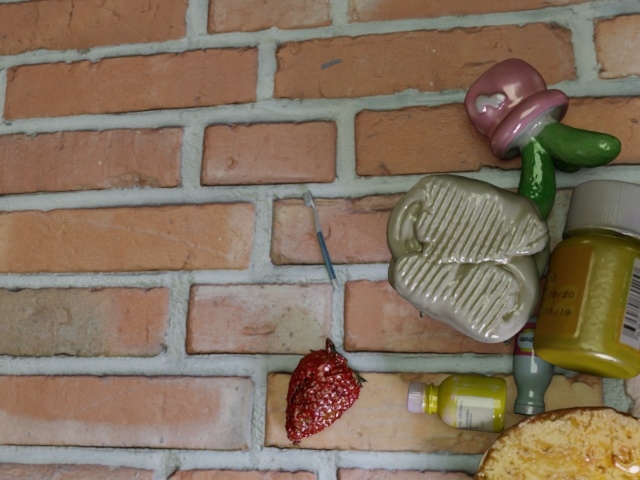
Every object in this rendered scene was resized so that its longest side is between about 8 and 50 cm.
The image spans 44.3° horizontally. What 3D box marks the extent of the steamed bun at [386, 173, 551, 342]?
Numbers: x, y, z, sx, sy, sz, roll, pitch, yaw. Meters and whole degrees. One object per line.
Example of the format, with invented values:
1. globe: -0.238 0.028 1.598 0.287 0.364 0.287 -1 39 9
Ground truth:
1. steamed bun: 0.316 0.030 1.774 0.368 0.255 0.342 28 87 2

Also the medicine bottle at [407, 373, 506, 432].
1. medicine bottle: 0.303 0.359 1.754 0.213 0.122 0.121 3 75 13

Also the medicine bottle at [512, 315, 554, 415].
1. medicine bottle: 0.475 0.282 1.756 0.091 0.090 0.216 5 76 13

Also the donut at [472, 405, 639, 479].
1. donut: 0.516 0.541 1.643 0.378 0.163 0.435 31 85 19

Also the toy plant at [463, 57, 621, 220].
1. toy plant: 0.489 -0.235 1.854 0.317 0.211 0.356 -47 72 32

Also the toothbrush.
1. toothbrush: 0.000 0.000 1.969 0.025 0.019 0.275 -20 72 11

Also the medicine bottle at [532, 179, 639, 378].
1. medicine bottle: 0.594 0.081 1.667 0.224 0.224 0.384 12 75 14

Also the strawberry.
1. strawberry: -0.021 0.352 1.833 0.228 0.098 0.174 -42 70 -3

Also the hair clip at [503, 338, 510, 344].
1. hair clip: 0.397 0.195 1.831 0.115 0.030 0.039 33 64 16
